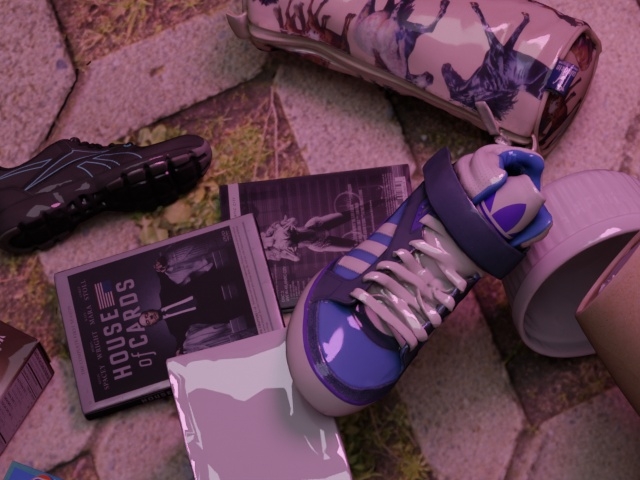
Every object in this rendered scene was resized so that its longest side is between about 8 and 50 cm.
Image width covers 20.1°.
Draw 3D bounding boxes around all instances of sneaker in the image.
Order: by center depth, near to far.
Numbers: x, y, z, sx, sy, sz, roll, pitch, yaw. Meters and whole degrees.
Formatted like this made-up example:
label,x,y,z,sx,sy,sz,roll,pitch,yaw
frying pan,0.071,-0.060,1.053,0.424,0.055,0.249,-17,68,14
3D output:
label,x,y,z,sx,sy,sz,roll,pitch,yaw
sneaker,0.112,0.018,1.771,0.130,0.236,0.323,46,41,-6
sneaker,-0.258,-0.079,2.059,0.267,0.101,0.106,-19,62,-5

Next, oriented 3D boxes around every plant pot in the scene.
label,x,y,z,sx,sy,sz,roll,pitch,yaw
plant pot,0.395,0.110,1.761,0.274,0.256,0.256,40,72,3

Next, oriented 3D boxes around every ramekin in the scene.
label,x,y,z,sx,sy,sz,roll,pitch,yaw
ramekin,0.286,0.018,1.915,0.207,0.207,0.109,-20,53,-5

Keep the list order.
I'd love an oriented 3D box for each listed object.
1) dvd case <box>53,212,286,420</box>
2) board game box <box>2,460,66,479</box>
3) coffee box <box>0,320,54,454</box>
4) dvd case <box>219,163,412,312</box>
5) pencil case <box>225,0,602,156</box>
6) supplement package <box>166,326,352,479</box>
label,x,y,z,sx,sy,sz,roll,pitch,yaw
dvd case,-0.165,0.083,1.999,0.239,0.029,0.179,-17,63,1
board game box,-0.259,0.340,1.881,0.210,0.047,0.160,17,66,13
coffee box,-0.415,0.195,1.935,0.141,0.098,0.246,25,68,15
dvd case,0.000,0.000,2.045,0.221,0.018,0.164,-6,64,1
pencil case,0.107,-0.232,2.073,0.410,0.160,0.183,22,53,14
supplement package,-0.053,0.222,1.836,0.149,0.203,0.194,-15,64,-3
